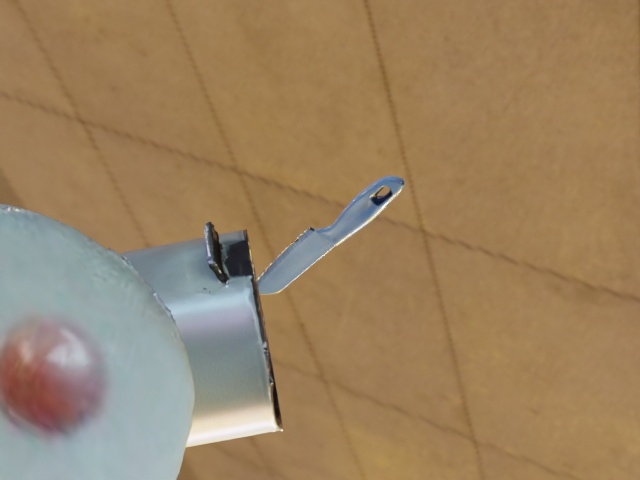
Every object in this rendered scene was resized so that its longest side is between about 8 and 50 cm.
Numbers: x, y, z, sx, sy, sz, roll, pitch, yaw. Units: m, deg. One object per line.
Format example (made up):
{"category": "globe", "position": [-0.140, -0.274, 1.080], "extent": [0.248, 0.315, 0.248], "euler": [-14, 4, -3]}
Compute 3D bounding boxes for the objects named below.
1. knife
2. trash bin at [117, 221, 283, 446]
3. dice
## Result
{"category": "knife", "position": [0.000, 0.000, 1.561], "extent": [0.044, 0.019, 0.313], "euler": [33, 139, -15]}
{"category": "trash bin", "position": [-0.186, 0.115, 1.396], "extent": [0.263, 0.217, 0.277], "euler": [-10, 132, -3]}
{"category": "dice", "position": [-0.279, 0.148, 1.061], "extent": [0.265, 0.268, 0.262], "euler": [31, 141, -26]}
